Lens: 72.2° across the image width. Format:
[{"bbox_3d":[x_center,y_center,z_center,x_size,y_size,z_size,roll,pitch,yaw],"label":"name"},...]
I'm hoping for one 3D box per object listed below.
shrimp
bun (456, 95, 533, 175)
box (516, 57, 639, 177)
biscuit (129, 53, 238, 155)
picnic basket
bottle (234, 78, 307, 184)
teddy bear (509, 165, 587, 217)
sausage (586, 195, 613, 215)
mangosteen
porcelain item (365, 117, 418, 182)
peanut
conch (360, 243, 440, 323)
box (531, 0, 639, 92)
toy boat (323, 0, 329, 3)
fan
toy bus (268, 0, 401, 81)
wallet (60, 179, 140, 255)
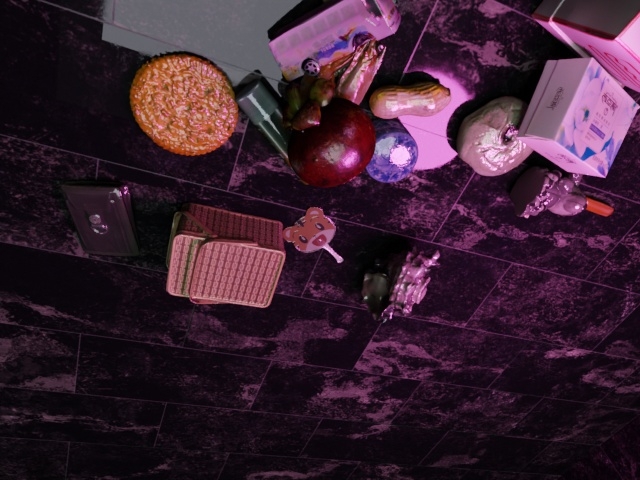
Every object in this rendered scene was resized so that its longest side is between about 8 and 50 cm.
[{"bbox_3d":[0.053,-0.395,1.050,0.154,0.062,0.294,29,118,-20],"label":"shrimp"},{"bbox_3d":[0.479,-0.269,1.176,0.222,0.108,0.221,-4,126,-6],"label":"bun"},{"bbox_3d":[0.651,-0.301,1.105,0.274,0.116,0.203,17,97,-34],"label":"box"},{"bbox_3d":[-0.326,-0.320,1.059,0.254,0.035,0.253,-5,127,-6],"label":"biscuit"},{"bbox_3d":[-0.275,0.051,1.251,0.313,0.175,0.227,12,124,-16],"label":"picnic basket"},{"bbox_3d":[-0.095,-0.267,1.104,0.082,0.082,0.286,-33,124,15],"label":"bottle"},{"bbox_3d":[0.701,-0.147,1.284,0.251,0.144,0.171,3,111,-14],"label":"teddy bear"},{"bbox_3d":[0.879,-0.109,1.398,0.131,0.041,0.039,16,117,-20],"label":"sausage"},{"bbox_3d":[0.009,-0.251,1.004,0.215,0.215,0.257,-27,113,11],"label":"mangosteen"},{"bbox_3d":[0.174,-0.235,1.150,0.147,0.114,0.147,-4,128,-6],"label":"porcelain item"},{"bbox_3d":[0.224,-0.348,1.093,0.207,0.087,0.087,-7,127,-3],"label":"peanut"},{"bbox_3d":[0.251,0.144,1.368,0.186,0.240,0.313,37,127,-15],"label":"conch"},{"bbox_3d":[0.723,-0.506,0.921,0.313,0.300,0.314,23,119,-24],"label":"box"},{"bbox_3d":[0.017,-0.573,0.894,0.109,0.099,0.292,-11,132,32],"label":"toy boat"},{"bbox_3d":[0.000,0.000,1.360,0.153,0.008,0.227,-38,122,17],"label":"fan"},{"bbox_3d":[0.024,-0.438,0.930,0.274,0.090,0.112,-13,130,32],"label":"toy bus"},{"bbox_3d":[-0.597,-0.051,1.208,0.169,0.052,0.245,1,128,-5],"label":"wallet"}]
